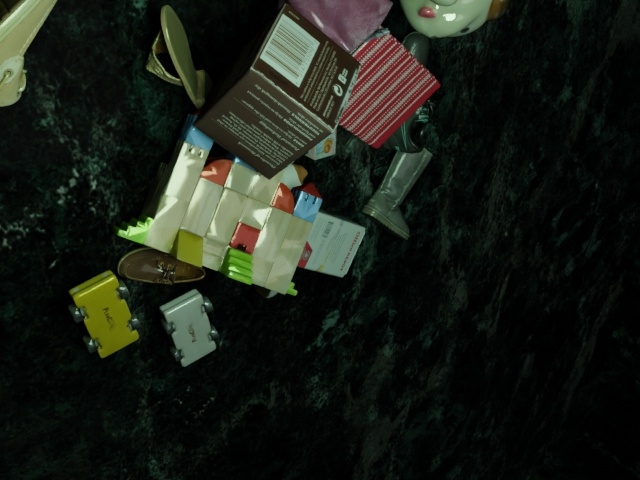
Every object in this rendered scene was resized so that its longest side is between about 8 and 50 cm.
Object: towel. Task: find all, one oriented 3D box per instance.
[{"bbox_3d":[0.112,-0.298,1.568,0.199,0.031,0.275,-45,147,14],"label":"towel"}]

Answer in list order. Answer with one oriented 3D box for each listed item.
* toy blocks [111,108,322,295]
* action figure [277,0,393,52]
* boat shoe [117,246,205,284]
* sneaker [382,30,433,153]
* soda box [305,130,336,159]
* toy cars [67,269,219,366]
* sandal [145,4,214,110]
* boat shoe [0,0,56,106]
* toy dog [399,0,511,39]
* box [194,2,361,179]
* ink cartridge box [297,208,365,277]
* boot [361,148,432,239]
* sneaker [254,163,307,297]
[{"bbox_3d":[-0.154,-0.073,1.439,0.381,0.191,0.261,22,89,-28],"label":"toy blocks"},{"bbox_3d":[-0.036,-0.488,1.357,0.248,0.275,0.370,-46,119,-28],"label":"action figure"},{"bbox_3d":[-0.293,0.051,1.477,0.178,0.060,0.064,2,111,-45],"label":"boat shoe"},{"bbox_3d":[0.208,-0.319,1.724,0.101,0.106,0.267,-11,119,-40],"label":"sneaker"},{"bbox_3d":[-0.006,-0.259,1.577,0.058,0.063,0.183,-20,125,-36],"label":"soda box"},{"bbox_3d":[-0.331,0.138,1.478,0.176,0.087,0.393,-52,145,14],"label":"toy cars"},{"bbox_3d":[-0.250,-0.288,1.313,0.240,0.079,0.088,63,23,-62],"label":"sandal"},{"bbox_3d":[-0.473,-0.241,1.094,0.341,0.121,0.110,-47,143,1],"label":"boat shoe"},{"bbox_3d":[0.222,-0.580,1.498,0.395,0.284,0.408,-65,150,-43],"label":"toy dog"},{"bbox_3d":[-0.071,-0.243,1.312,0.167,0.203,0.168,34,54,-20],"label":"box"},{"bbox_3d":[0.000,0.000,1.729,0.175,0.072,0.127,17,100,-48],"label":"ink cartridge box"},{"bbox_3d":[0.199,-0.121,1.868,0.189,0.076,0.208,36,79,-51],"label":"boot"},{"bbox_3d":[-0.072,-0.019,1.621,0.123,0.106,0.290,-11,119,-38],"label":"sneaker"}]
